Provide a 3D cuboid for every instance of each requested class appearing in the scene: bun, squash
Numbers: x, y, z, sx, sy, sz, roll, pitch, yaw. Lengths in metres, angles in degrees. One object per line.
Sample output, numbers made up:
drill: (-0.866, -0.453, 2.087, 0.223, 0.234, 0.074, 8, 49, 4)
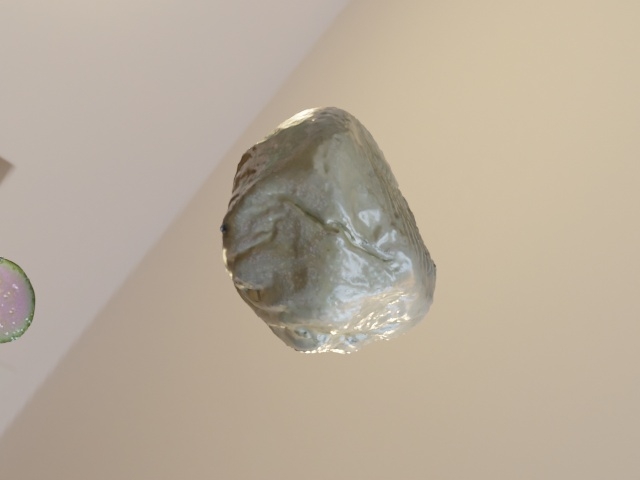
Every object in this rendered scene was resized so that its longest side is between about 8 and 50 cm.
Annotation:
bun: (-0.005, -0.004, 1.342, 0.205, 0.281, 0.281, -29, -126, 9)
squash: (-0.423, 0.076, 1.471, 0.132, 0.105, 0.105, -7, -117, 43)
